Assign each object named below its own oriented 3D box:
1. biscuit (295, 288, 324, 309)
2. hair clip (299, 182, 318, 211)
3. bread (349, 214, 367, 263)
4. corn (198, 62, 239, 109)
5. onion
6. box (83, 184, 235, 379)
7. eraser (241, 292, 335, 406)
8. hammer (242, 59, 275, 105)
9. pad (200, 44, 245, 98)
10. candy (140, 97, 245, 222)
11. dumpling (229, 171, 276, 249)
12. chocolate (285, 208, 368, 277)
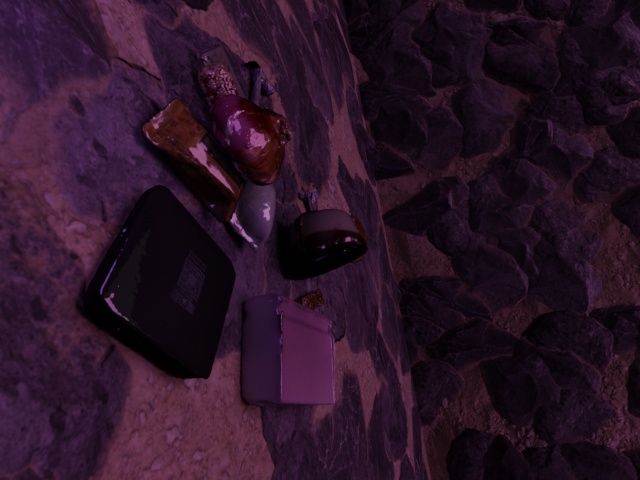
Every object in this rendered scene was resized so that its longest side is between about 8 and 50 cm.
[{"bbox_3d":[-0.034,0.213,1.410,0.199,0.034,0.064,-8,86,-71],"label":"biscuit"},{"bbox_3d":[-0.038,-0.163,1.609,0.172,0.049,0.116,39,56,-73],"label":"hair clip"},{"bbox_3d":[0.130,-0.004,1.867,0.230,0.123,0.229,36,49,-57],"label":"bread"},{"bbox_3d":[-0.240,-0.332,1.062,0.086,0.086,0.253,-64,140,-60],"label":"corn"},{"bbox_3d":[-0.152,-0.249,0.952,0.230,0.163,0.230,54,13,-18],"label":"onion"},{"bbox_3d":[-0.272,0.082,0.759,0.290,0.073,0.288,59,26,-43],"label":"box"},{"bbox_3d":[-0.076,0.316,1.115,0.359,0.122,0.272,39,45,-60],"label":"eraser"},{"bbox_3d":[-0.201,-0.386,1.255,0.152,0.044,0.426,50,34,-56],"label":"hammer"},{"bbox_3d":[-0.256,-0.425,1.186,0.159,0.009,0.265,-74,148,-54],"label":"pad"},{"bbox_3d":[-0.267,-0.175,0.890,0.271,0.101,0.143,53,38,-38],"label":"candy"},{"bbox_3d":[-0.194,-0.086,1.065,0.105,0.149,0.216,139,-46,-67],"label":"dumpling"},{"bbox_3d":[0.000,0.000,1.342,0.186,0.284,0.283,66,17,13],"label":"chocolate"}]
